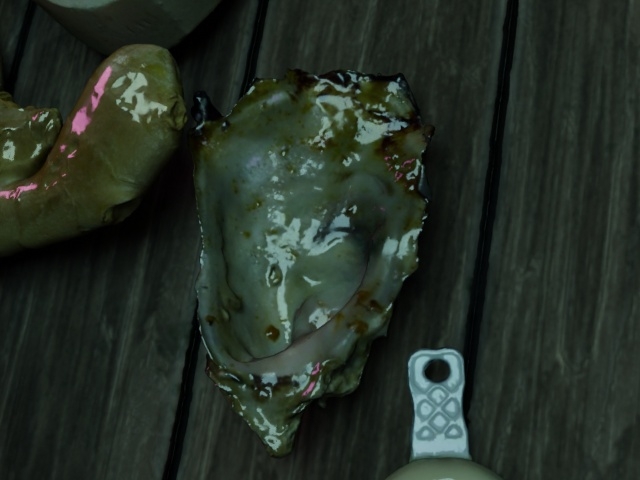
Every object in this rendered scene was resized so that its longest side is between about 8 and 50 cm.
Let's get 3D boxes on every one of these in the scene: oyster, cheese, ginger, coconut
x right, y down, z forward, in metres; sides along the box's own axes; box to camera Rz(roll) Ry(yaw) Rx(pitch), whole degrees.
[{"bbox_3d":[0.003,0.010,1.108,0.221,0.096,0.361,-7,69,4],"label":"oyster"},{"bbox_3d":[0.082,0.219,1.023,0.163,0.071,0.249,-23,67,2],"label":"cheese"},{"bbox_3d":[-0.302,-0.040,1.168,0.363,0.122,0.348,19,83,28],"label":"ginger"},{"bbox_3d":[-0.194,-0.299,1.194,0.241,0.241,0.241,-4,69,11],"label":"coconut"}]
